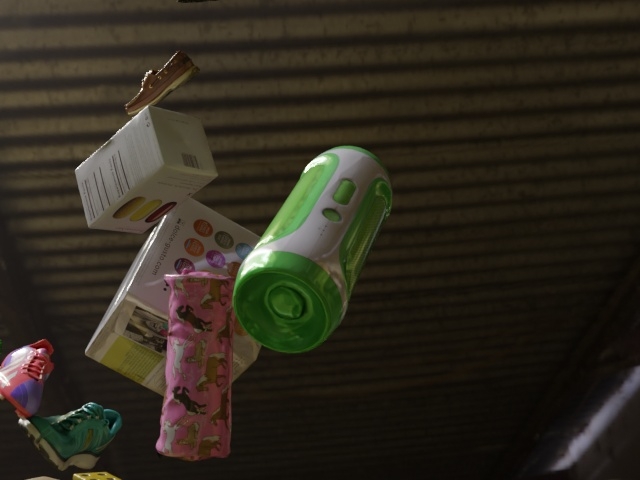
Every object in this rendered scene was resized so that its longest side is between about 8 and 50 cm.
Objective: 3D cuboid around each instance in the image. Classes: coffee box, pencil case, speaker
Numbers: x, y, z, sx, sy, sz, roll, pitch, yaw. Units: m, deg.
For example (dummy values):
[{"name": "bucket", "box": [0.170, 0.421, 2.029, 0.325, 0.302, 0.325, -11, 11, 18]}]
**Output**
[{"name": "coffee box", "box": [-0.318, 0.160, 2.123, 0.334, 0.338, 0.338, 30, -43, -12]}, {"name": "pencil case", "box": [-0.251, 0.250, 1.772, 0.167, 0.387, 0.160, 0, -5, 27]}, {"name": "speaker", "box": [0.000, 0.000, 1.006, 0.131, 0.297, 0.131, 9, -57, 14]}]

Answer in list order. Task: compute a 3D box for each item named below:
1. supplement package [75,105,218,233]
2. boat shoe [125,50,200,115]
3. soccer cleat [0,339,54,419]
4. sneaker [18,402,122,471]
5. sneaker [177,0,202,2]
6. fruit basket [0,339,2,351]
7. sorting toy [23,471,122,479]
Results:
[{"name": "supplement package", "box": [-0.339, -0.129, 1.673, 0.244, 0.134, 0.139, -33, -24, 33]}, {"name": "boat shoe", "box": [-0.322, -0.312, 1.722, 0.178, 0.064, 0.060, -31, -77, 20]}, {"name": "soccer cleat", "box": [-0.483, 0.221, 1.436, 0.083, 0.095, 0.248, 51, -12, -16]}, {"name": "sneaker", "box": [-0.420, 0.317, 1.473, 0.110, 0.107, 0.275, -44, -13, -4]}, {"name": "sneaker", "box": [-0.030, -0.387, 1.052, 0.134, 0.343, 0.146, 15, -59, 43]}, {"name": "fruit basket", "box": [-0.491, 0.181, 0.718, 0.391, 0.283, 0.392, 5, -49, 6]}, {"name": "sorting toy", "box": [-0.306, 0.310, 0.981, 0.132, 0.046, 0.274, 5, -3, 25]}]
